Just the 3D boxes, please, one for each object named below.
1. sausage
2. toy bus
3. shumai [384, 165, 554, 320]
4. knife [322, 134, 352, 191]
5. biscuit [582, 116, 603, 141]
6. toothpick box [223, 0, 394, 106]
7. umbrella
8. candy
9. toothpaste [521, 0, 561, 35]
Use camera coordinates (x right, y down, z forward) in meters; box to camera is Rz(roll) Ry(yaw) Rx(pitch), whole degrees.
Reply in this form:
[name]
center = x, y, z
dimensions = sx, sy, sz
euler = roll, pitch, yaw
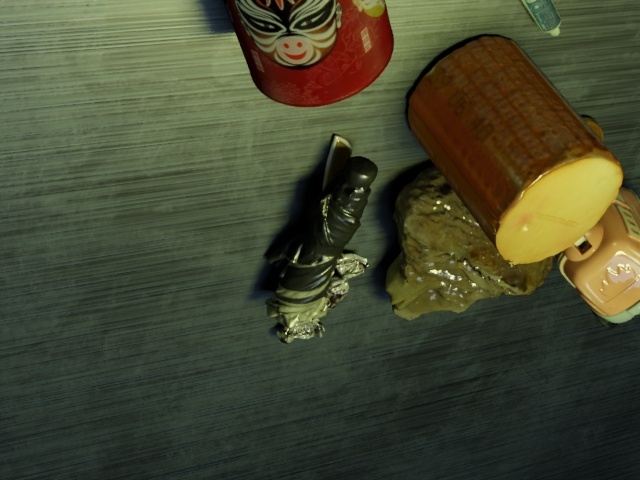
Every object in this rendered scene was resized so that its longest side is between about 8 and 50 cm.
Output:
[sausage]
center = 0.298, -0.143, 1.719
dimensions = 0.233, 0.287, 0.233
euler = -21, 145, -16
[toy bus]
center = 0.520, 0.008, 2.053
dimensions = 0.232, 0.288, 0.194
euler = 29, 119, -30
[shumai]
center = 0.236, 0.010, 1.989
dimensions = 0.346, 0.217, 0.283
euler = 13, 157, -29
[knife]
center = 0.025, -0.076, 1.830
dimensions = 0.046, 0.022, 0.256
euler = -10, 138, -14
[biscuit]
center = 0.434, -0.170, 1.983
dimensions = 0.175, 0.026, 0.124
euler = -1, 132, -32
[toothpick box]
center = -0.035, -0.348, 1.350
dimensions = 0.204, 0.204, 0.333
euler = -26, 141, -6
[umbrella]
center = 0.003, -0.003, 1.833
dimensions = 0.113, 0.106, 0.358
euler = -9, 139, -36
[candy]
center = 0.003, 0.106, 1.992
dimensions = 0.094, 0.051, 0.226
euler = 15, 124, -38
[toothpaste]
center = 0.327, -0.374, 1.686
dimensions = 0.057, 0.035, 0.197
euler = -42, 138, 5
